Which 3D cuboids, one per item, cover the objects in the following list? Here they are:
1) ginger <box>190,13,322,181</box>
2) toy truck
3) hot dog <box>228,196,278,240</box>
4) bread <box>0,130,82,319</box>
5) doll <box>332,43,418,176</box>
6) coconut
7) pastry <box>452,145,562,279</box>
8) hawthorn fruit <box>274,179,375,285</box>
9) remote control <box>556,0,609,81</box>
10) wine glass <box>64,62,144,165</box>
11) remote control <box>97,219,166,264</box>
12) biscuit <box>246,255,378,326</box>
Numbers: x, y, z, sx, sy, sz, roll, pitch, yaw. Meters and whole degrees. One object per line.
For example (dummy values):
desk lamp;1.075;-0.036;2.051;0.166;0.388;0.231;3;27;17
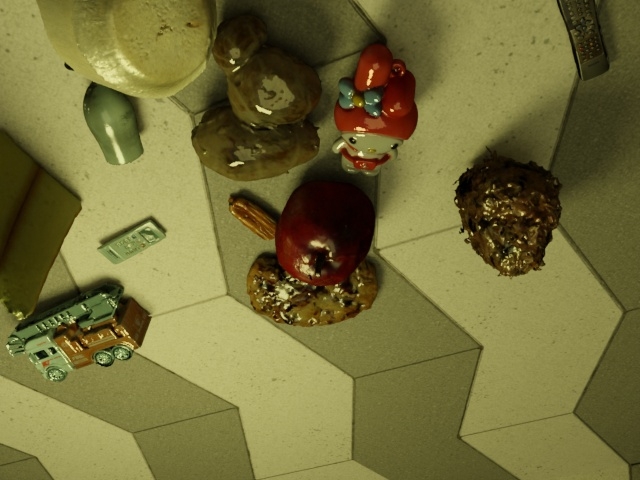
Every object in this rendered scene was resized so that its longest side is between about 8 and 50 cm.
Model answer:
ginger;-0.108;-0.249;1.040;0.244;0.155;0.304;12;123;-4
toy truck;-0.630;0.236;1.466;0.338;0.133;0.184;-19;121;11
hot dog;-0.150;-0.052;1.281;0.062;0.038;0.144;-34;123;29
bread;-0.651;0.000;1.089;0.244;0.362;0.233;-24;130;15
doll;0.103;-0.234;1.061;0.161;0.130;0.290;10;146;-3
coconut;-0.298;-0.349;0.877;0.237;0.266;0.237;-30;136;-33
pastry;0.394;-0.056;1.156;0.192;0.275;0.275;-28;131;-6
hawthorn fruit;0.000;0.000;1.191;0.210;0.266;0.230;35;121;-7
remote control;0.469;-0.380;1.015;0.059;0.028;0.212;-21;130;21
wine glass;-0.395;-0.243;1.057;0.092;0.093;0.202;-5;130;2
remote control;-0.441;0.003;1.325;0.162;0.029;0.061;-26;131;14
biscuit;-0.018;0.125;1.423;0.334;0.081;0.289;3;133;-7
